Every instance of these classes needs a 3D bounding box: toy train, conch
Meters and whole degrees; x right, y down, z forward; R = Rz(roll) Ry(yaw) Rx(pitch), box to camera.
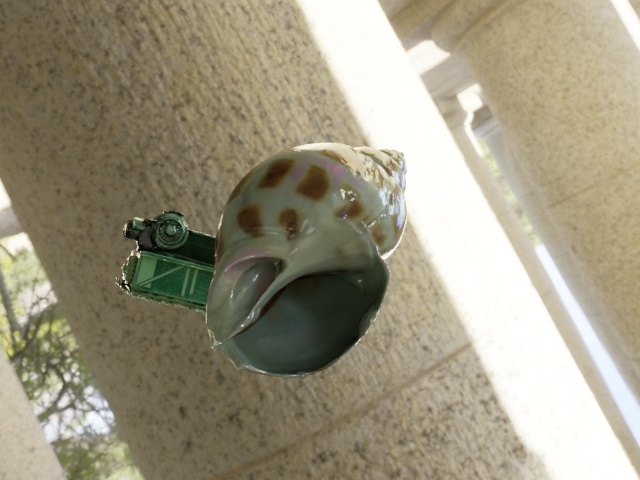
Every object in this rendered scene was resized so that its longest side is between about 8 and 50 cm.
[{"bbox_3d":[-0.208,0.041,1.134,0.269,0.155,0.115,16,177,-24],"label":"toy train"},{"bbox_3d":[-0.001,0.001,0.856,0.368,0.249,0.197,-37,-178,-7],"label":"conch"}]
